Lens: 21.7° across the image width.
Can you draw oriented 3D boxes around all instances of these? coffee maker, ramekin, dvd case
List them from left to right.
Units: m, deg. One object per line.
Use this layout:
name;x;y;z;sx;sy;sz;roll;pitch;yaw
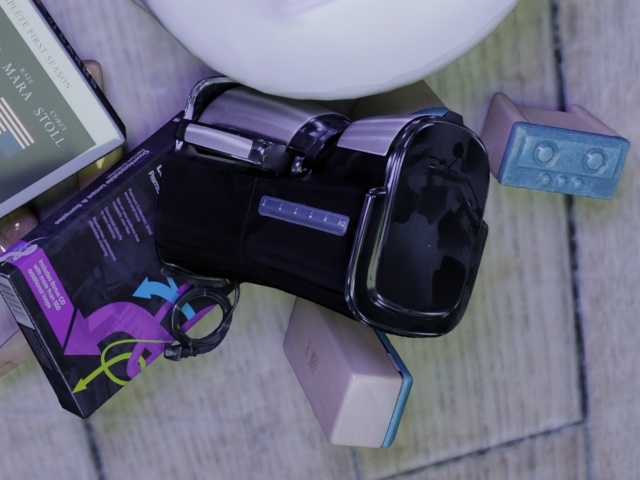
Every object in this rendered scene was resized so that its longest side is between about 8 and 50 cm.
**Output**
dvd case;-0.257;-0.068;0.947;0.238;0.029;0.179;-31;114;4
coffee maker;0.000;0.000;0.962;0.120;0.178;0.171;-17;113;-40
ramekin;0.001;-0.210;0.906;0.277;0.135;0.277;-7;119;-13

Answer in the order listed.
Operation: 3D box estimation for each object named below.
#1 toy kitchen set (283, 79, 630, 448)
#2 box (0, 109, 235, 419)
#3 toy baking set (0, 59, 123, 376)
toy kitchen set;0.092;0.018;1.060;0.166;0.122;0.207;7;114;-20
box;-0.111;0.013;1.007;0.162;0.029;0.116;-43;129;-27
toy baking set;-0.209;-0.003;1.015;0.196;0.030;0.256;-11;113;-4
